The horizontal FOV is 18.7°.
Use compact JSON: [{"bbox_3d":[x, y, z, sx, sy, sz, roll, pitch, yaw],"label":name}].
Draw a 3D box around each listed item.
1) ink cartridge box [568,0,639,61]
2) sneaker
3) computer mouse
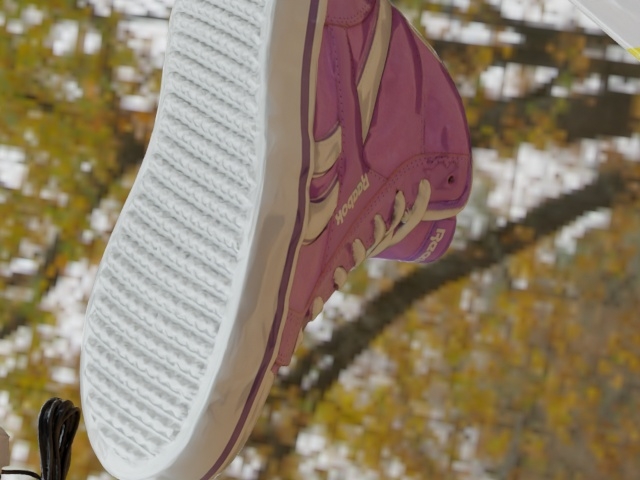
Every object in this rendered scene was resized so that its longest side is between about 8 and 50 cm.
[{"bbox_3d":[0.259,-0.219,1.245,0.207,0.353,0.119,-48,2,38],"label":"ink cartridge box"},{"bbox_3d":[0.001,0.000,0.836,0.161,0.102,0.282,37,-127,-34],"label":"sneaker"},{"bbox_3d":[-0.223,0.151,1.235,0.193,0.042,0.106,8,-85,-52],"label":"computer mouse"}]
